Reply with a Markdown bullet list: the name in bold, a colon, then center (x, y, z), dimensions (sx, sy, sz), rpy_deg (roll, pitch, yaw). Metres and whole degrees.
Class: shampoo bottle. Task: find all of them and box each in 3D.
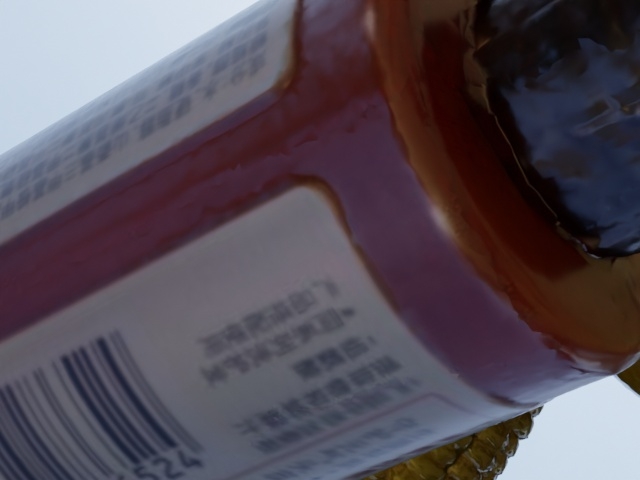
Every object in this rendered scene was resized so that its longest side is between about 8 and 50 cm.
- **shampoo bottle**: center (0.000, 0.000, 0.384), dimensions (0.104, 0.278, 0.104), rpy_deg (37, -140, -38)

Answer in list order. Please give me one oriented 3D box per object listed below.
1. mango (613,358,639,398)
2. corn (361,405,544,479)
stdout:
- **mango**: center (0.219, 0.015, 0.672), dimensions (0.316, 0.193, 0.146), rpy_deg (34, -154, -9)
- **corn**: center (-0.022, 0.113, 0.612), dimensions (0.102, 0.313, 0.102), rpy_deg (46, 172, 9)
